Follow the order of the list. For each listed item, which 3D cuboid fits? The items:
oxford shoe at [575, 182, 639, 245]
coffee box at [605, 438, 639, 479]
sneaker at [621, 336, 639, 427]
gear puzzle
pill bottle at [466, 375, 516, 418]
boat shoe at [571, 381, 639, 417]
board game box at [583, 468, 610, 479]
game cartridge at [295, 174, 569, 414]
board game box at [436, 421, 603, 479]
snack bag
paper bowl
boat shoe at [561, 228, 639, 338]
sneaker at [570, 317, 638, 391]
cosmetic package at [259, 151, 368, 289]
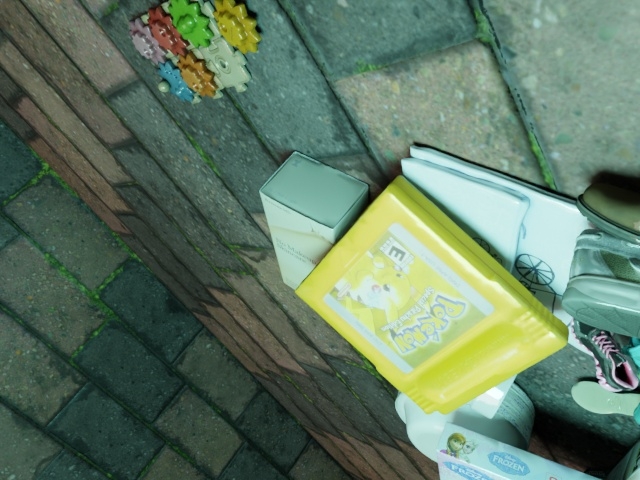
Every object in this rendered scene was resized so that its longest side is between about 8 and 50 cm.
[{"bbox_3d":[0.367,-0.034,0.498,0.227,0.082,0.096,19,124,42],"label":"oxford shoe"},{"bbox_3d":[0.578,0.413,0.862,0.141,0.098,0.247,28,145,25],"label":"coffee box"},{"bbox_3d":[0.459,0.162,0.679,0.110,0.107,0.275,44,159,42],"label":"sneaker"},{"bbox_3d":[-0.201,-0.302,0.836,0.338,0.044,0.176,7,139,49],"label":"gear puzzle"},{"bbox_3d":[0.210,0.187,0.946,0.282,0.160,0.160,29,153,21],"label":"pill bottle"},{"bbox_3d":[0.477,0.257,0.839,0.043,0.049,0.137,7,171,-32],"label":"boat shoe"},{"bbox_3d":[0.643,0.511,1.048,0.126,0.026,0.186,37,154,4],"label":"board game box"},{"bbox_3d":[0.149,0.105,0.794,0.323,0.052,0.285,43,129,4],"label":"game cartridge"},{"bbox_3d":[0.389,0.500,0.986,0.318,0.066,0.318,12,139,29],"label":"board game box"},{"bbox_3d":[0.276,0.035,0.757,0.342,0.037,0.323,25,151,27],"label":"snack bag"},{"bbox_3d":[0.299,0.387,1.112,0.284,0.148,0.284,19,141,16],"label":"paper bowl"},{"bbox_3d":[0.418,0.060,0.513,0.320,0.103,0.118,10,159,28],"label":"boat shoe"},{"bbox_3d":[0.379,0.145,0.686,0.119,0.047,0.057,61,179,6],"label":"sneaker"},{"bbox_3d":[0.000,0.000,0.982,0.160,0.113,0.310,28,153,23],"label":"cosmetic package"}]
